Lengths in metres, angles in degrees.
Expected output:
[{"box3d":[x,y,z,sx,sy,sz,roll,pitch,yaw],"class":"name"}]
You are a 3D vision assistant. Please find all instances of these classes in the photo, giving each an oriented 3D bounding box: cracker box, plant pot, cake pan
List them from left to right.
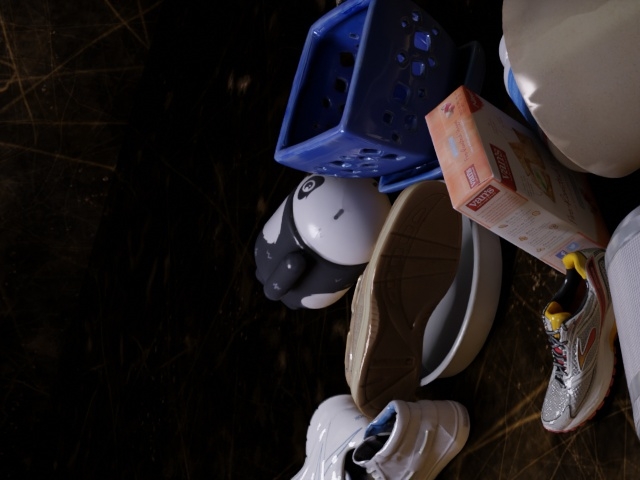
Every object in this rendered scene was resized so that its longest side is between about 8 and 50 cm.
[{"box3d":[0.094,-0.201,2.083,0.236,0.212,0.236,-19,53,64],"class":"plant pot"},{"box3d":[0.165,0.063,2.035,0.293,0.054,0.293,-170,90,-66],"class":"cake pan"},{"box3d":[0.236,-0.065,1.700,0.067,0.232,0.155,-40,42,28],"class":"cracker box"},{"box3d":[0.375,-0.229,1.495,0.274,0.256,0.256,-24,57,42],"class":"plant pot"}]

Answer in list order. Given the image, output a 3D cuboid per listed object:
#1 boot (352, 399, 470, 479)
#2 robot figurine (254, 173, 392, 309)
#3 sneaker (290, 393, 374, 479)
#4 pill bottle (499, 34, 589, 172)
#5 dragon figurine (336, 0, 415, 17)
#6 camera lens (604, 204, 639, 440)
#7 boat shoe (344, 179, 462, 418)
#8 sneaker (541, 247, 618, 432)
[{"box3d":[0.095,0.306,2.004,0.095,0.123,0.258,-106,35,-46],"class":"boot"},{"box3d":[-0.001,-0.003,2.287,0.278,0.173,0.209,131,142,-51],"class":"robot figurine"},{"box3d":[0.014,0.384,2.188,0.129,0.111,0.297,40,118,57],"class":"sneaker"},{"box3d":[0.295,-0.188,1.756,0.124,0.124,0.221,-67,27,27],"class":"pill bottle"},{"box3d":[0.090,-0.346,2.336,0.289,0.144,0.085,-98,21,-78],"class":"dragon figurine"},{"box3d":[0.384,0.091,1.319,0.219,0.219,0.274,132,141,-50],"class":"camera lens"},{"box3d":[0.096,0.069,1.970,0.110,0.122,0.341,-132,55,-61],"class":"boat shoe"},{"box3d":[0.291,0.112,1.682,0.088,0.093,0.225,-150,71,-65],"class":"sneaker"}]
